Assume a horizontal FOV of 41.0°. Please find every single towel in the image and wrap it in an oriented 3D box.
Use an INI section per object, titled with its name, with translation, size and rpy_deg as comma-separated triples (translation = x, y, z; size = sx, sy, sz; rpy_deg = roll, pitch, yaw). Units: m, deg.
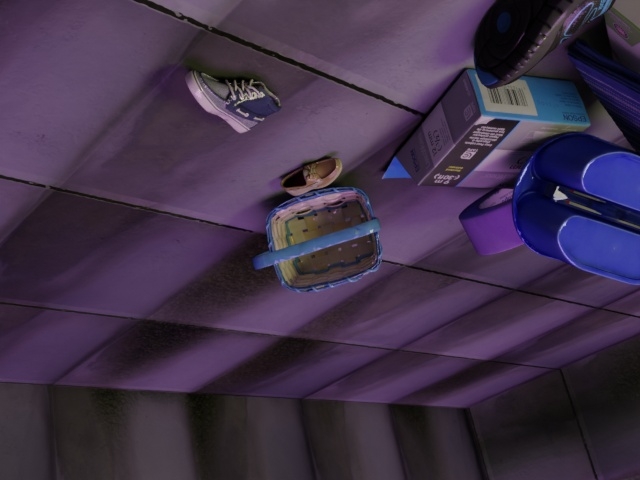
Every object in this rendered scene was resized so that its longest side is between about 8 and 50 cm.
[towel]
translation = 0.581, -0.207, 1.508
size = 0.040, 0.243, 0.336
rpy_deg = -46, 128, 7

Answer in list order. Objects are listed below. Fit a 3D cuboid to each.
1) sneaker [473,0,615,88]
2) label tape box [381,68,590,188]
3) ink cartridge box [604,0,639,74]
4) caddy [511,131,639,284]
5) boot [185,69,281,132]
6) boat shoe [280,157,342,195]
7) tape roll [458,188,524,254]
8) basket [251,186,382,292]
[sneaker]
translation = 0.370, -0.347, 1.326
size = 0.139, 0.125, 0.341
rpy_deg = -2, 155, -31
[label tape box]
translation = 0.309, -0.175, 1.663
size = 0.249, 0.115, 0.348
rpy_deg = 0, 150, -26
[ink cartridge box]
translation = 0.601, -0.287, 1.436
size = 0.119, 0.207, 0.353
rpy_deg = -40, 150, 6
[caddy]
translation = 0.518, -0.059, 1.584
size = 0.341, 0.179, 0.241
rpy_deg = 16, 102, -22
[boot]
translation = -0.139, -0.241, 1.391
size = 0.086, 0.069, 0.190
rpy_deg = -28, 159, 15
[boat shoe]
translation = -0.019, -0.126, 1.686
size = 0.135, 0.050, 0.045
rpy_deg = -27, 156, 28
[tape roll]
translation = 0.430, -0.074, 1.791
size = 0.274, 0.090, 0.275
rpy_deg = -28, -174, 3
[basket]
translation = 0.000, 0.000, 1.742
size = 0.254, 0.201, 0.289
rpy_deg = -16, -174, 5
